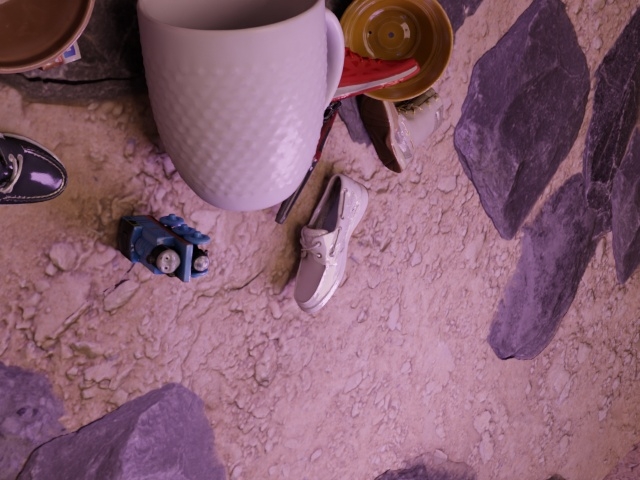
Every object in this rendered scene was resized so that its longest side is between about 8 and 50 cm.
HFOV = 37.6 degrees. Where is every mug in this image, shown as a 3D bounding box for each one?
[{"bbox_3d":[-0.094,-0.246,1.489,0.374,0.276,0.327,-35,136,-37],"label":"mug"}]

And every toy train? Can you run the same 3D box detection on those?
[{"bbox_3d":[-0.249,0.011,1.505,0.105,0.184,0.080,-6,111,-32],"label":"toy train"}]

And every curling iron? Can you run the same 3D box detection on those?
[{"bbox_3d":[-0.028,-0.159,1.759,0.068,0.035,0.273,25,88,-43],"label":"curling iron"}]

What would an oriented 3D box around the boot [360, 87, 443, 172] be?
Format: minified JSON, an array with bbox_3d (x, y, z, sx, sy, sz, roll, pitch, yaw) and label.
[{"bbox_3d":[0.169,-0.260,1.885,0.165,0.077,0.213,-46,138,-21],"label":"boot"}]

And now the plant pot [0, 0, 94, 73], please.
[{"bbox_3d":[-0.421,-0.343,1.217,0.238,0.110,0.237,-13,117,-27],"label":"plant pot"}]

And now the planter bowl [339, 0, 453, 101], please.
[{"bbox_3d":[0.135,-0.377,1.761,0.217,0.090,0.217,0,113,0],"label":"planter bowl"}]

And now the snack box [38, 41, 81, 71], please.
[{"bbox_3d":[-0.393,-0.334,1.329,0.064,0.022,0.178,-30,125,-32],"label":"snack box"}]

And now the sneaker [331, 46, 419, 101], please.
[{"bbox_3d":[0.063,-0.327,1.690,0.221,0.087,0.128,-18,99,-10],"label":"sneaker"}]

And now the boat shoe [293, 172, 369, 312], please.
[{"bbox_3d":[0.000,0.000,1.814,0.096,0.098,0.277,31,75,-47],"label":"boat shoe"}]

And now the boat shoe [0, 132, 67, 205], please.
[{"bbox_3d":[-0.472,-0.101,1.296,0.303,0.091,0.114,8,100,-46],"label":"boat shoe"}]
